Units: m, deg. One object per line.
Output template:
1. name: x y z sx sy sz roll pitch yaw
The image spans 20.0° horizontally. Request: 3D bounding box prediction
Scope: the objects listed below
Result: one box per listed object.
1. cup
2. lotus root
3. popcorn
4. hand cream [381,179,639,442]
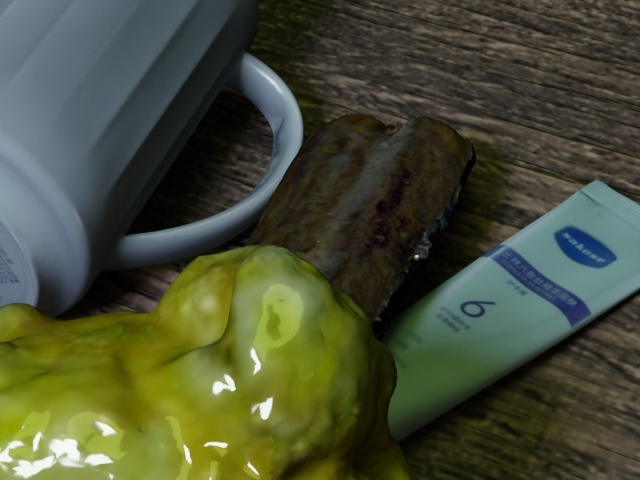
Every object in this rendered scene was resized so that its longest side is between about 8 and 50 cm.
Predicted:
1. cup: -0.185 -0.090 1.401 0.323 0.237 0.327 32 53 -3
2. lotus root: 0.000 0.000 1.320 0.167 0.078 0.329 -14 31 31
3. popcorn: -0.097 0.173 1.078 0.334 0.292 0.293 -20 55 1
4. hand cream: 0.128 0.055 1.320 0.321 0.067 0.109 -30 48 -27
